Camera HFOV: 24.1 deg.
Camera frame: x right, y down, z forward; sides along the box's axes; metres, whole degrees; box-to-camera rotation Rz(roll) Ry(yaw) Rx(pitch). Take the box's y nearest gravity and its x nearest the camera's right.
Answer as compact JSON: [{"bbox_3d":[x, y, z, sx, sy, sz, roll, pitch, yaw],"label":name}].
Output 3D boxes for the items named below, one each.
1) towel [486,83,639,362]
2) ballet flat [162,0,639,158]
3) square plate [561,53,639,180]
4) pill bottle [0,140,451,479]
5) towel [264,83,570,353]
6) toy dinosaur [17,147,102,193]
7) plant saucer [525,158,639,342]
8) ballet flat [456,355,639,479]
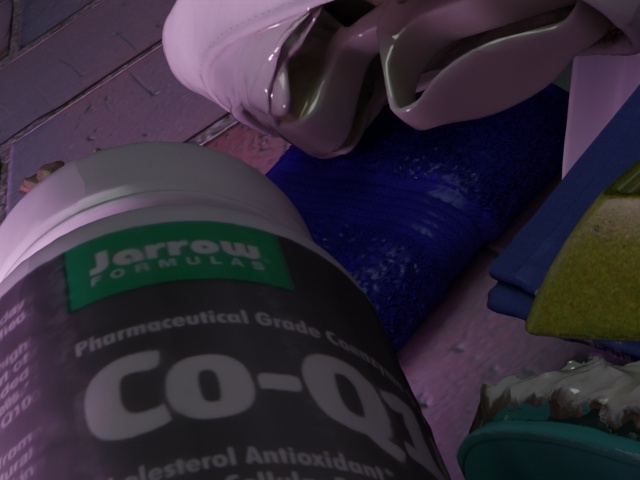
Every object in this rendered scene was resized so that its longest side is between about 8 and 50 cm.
[{"bbox_3d":[0.249,-0.018,0.630,0.243,0.040,0.336,-50,37,-15],"label":"towel"},{"bbox_3d":[0.034,-0.120,0.891,0.400,0.139,0.139,-14,32,42],"label":"ballet flat"},{"bbox_3d":[0.284,-0.191,0.773,0.347,0.049,0.344,-1,79,50],"label":"square plate"},{"bbox_3d":[-0.050,0.113,0.604,0.204,0.204,0.361,-32,32,6],"label":"pill bottle"},{"bbox_3d":[0.000,0.000,0.932,0.308,0.076,0.227,-47,27,-24],"label":"towel"},{"bbox_3d":[-0.157,0.083,0.830,0.296,0.200,0.127,-46,-12,21],"label":"toy dinosaur"},{"bbox_3d":[0.193,-0.023,0.548,0.188,0.045,0.188,1,25,41],"label":"plant saucer"},{"bbox_3d":[0.214,0.114,0.432,0.147,0.147,0.409,-44,31,-18],"label":"ballet flat"}]
